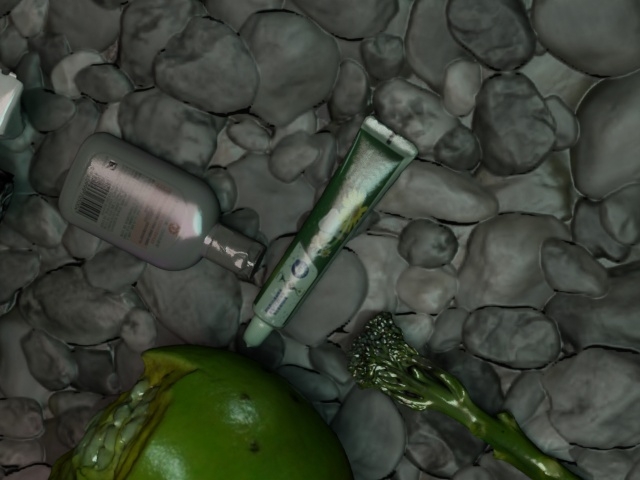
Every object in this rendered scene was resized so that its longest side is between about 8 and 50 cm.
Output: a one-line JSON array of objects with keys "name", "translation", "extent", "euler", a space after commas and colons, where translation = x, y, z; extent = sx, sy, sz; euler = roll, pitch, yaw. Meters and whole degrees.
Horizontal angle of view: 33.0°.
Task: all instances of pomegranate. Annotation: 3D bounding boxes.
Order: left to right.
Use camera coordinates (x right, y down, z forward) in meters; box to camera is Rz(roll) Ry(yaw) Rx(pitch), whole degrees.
[{"name": "pomegranate", "translation": [-0.112, 0.200, 0.749], "extent": [0.236, 0.302, 0.236], "euler": [5, 99, 36]}]

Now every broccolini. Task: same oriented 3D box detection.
[{"name": "broccolini", "translation": [0.111, 0.141, 0.830], "extent": [0.216, 0.067, 0.058], "euler": [38, 105, -6]}]

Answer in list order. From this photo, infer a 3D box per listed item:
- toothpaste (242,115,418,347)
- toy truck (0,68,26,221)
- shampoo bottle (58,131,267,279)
[{"name": "toothpaste", "translation": [0.000, 0.000, 0.837], "extent": [0.049, 0.031, 0.204], "euler": [35, 99, 2]}, {"name": "toy truck", "translation": [-0.317, -0.013, 0.847], "extent": [0.136, 0.111, 0.286], "euler": [21, 98, -4]}, {"name": "shampoo bottle", "translation": [-0.121, -0.019, 0.849], "extent": [0.165, 0.040, 0.080], "euler": [26, 99, 5]}]
